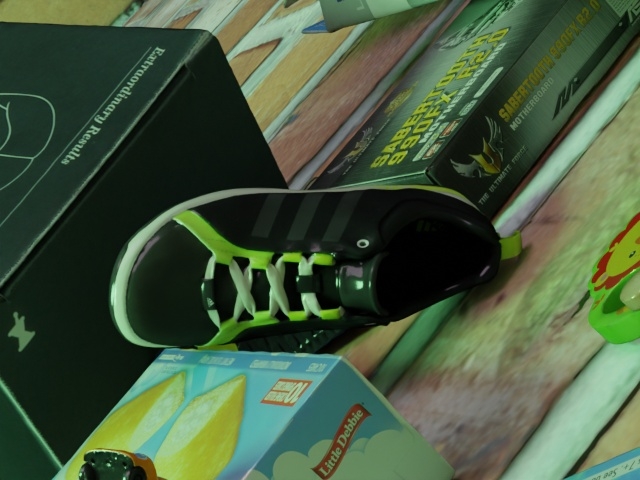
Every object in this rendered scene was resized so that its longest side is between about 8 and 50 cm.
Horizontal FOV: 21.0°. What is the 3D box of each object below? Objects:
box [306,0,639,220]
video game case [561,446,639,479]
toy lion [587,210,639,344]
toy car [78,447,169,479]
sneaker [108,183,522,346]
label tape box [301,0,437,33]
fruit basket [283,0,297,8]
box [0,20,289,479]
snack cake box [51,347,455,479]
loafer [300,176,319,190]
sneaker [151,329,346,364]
[{"bbox_3d":[0.112,-0.102,1.171,0.231,0.056,0.183,-49,17,-18],"label":"box"},{"bbox_3d":[0.103,0.158,0.528,0.269,0.061,0.244,-32,21,37],"label":"video game case"},{"bbox_3d":[0.158,0.011,0.826,0.100,0.034,0.096,-53,11,-28],"label":"toy lion"},{"bbox_3d":[-0.113,0.132,0.823,0.122,0.060,0.040,-23,-5,39],"label":"toy car"},{"bbox_3d":[-0.001,0.010,0.967,0.235,0.084,0.097,-13,15,-17],"label":"sneaker"},{"bbox_3d":[0.121,-0.271,1.351,0.249,0.115,0.348,-29,12,-16],"label":"label tape box"},{"bbox_3d":[0.127,-0.388,1.631,0.353,0.165,0.327,-45,-1,-34],"label":"fruit basket"},{"bbox_3d":[-0.261,0.006,1.278,0.395,0.212,0.293,8,48,37],"label":"box"},{"bbox_3d":[-0.059,0.142,0.918,0.152,0.089,0.264,-49,16,-18],"label":"snack cake box"},{"bbox_3d":[0.000,0.000,1.234,0.039,0.045,0.125,-13,37,31],"label":"loafer"},{"bbox_3d":[-0.021,0.047,1.129,0.209,0.069,0.082,-37,2,29],"label":"sneaker"}]
